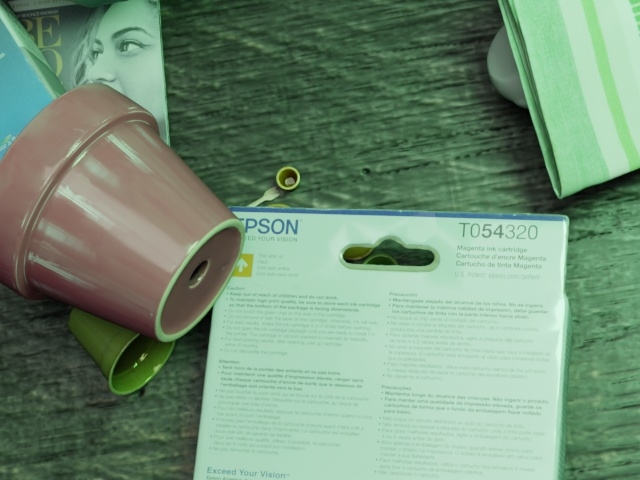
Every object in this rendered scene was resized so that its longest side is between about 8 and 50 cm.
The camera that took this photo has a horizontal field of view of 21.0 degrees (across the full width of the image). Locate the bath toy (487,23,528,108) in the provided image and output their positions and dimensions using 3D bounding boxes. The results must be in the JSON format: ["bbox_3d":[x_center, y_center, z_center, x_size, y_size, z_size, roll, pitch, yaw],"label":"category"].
[{"bbox_3d":[0.255,-0.278,1.603,0.129,0.151,0.348,20,76,-31],"label":"bath toy"}]

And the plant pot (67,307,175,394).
[{"bbox_3d":[-0.190,0.087,1.597,0.079,0.083,0.083,38,84,26],"label":"plant pot"}]

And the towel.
[{"bbox_3d":[0.319,-0.207,1.537,0.325,0.038,0.247,-21,100,-18],"label":"towel"}]

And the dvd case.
[{"bbox_3d":[-0.231,-0.144,1.679,0.165,0.018,0.221,-6,77,6],"label":"dvd case"}]

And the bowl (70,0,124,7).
[{"bbox_3d":[-0.243,-0.329,1.600,0.311,0.311,0.163,34,100,12],"label":"bowl"}]

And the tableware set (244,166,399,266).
[{"bbox_3d":[0.000,0.000,1.617,0.104,0.024,0.154,-35,76,-2],"label":"tableware set"}]

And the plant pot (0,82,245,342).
[{"bbox_3d":[-0.175,-0.010,1.528,0.180,0.201,0.201,34,83,17],"label":"plant pot"}]

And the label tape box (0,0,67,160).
[{"bbox_3d":[-0.405,-0.160,1.648,0.249,0.115,0.347,-35,71,2],"label":"label tape box"}]

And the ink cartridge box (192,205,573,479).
[{"bbox_3d":[0.057,0.138,1.539,0.324,0.071,0.330,2,74,15],"label":"ink cartridge box"}]
